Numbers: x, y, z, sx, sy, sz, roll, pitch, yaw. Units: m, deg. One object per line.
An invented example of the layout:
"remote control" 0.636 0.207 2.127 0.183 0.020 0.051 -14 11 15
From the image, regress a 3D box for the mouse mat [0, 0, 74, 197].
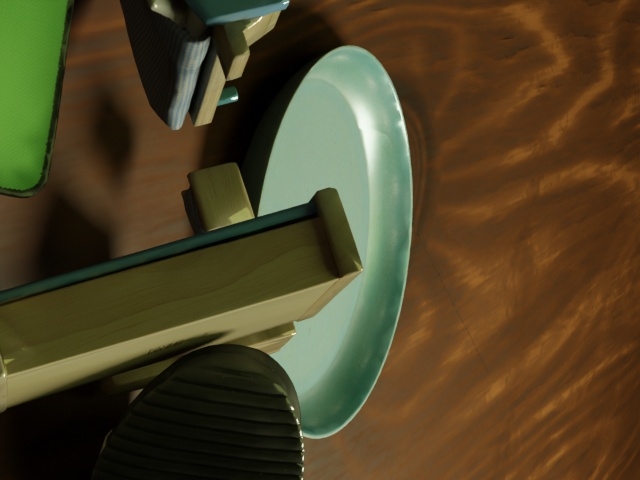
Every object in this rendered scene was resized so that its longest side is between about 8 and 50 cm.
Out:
"mouse mat" -0.201 -0.107 0.702 0.189 0.007 0.153 11 85 -35

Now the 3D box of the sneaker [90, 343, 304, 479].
"sneaker" -0.078 0.147 0.981 0.330 0.122 0.146 107 -6 -46

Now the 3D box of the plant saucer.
"plant saucer" 0.000 0.000 1.254 0.317 0.043 0.318 6 90 -66

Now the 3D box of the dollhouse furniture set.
"dollhouse furniture set" -0.136 -0.073 0.893 0.286 0.198 0.303 130 -57 -72
